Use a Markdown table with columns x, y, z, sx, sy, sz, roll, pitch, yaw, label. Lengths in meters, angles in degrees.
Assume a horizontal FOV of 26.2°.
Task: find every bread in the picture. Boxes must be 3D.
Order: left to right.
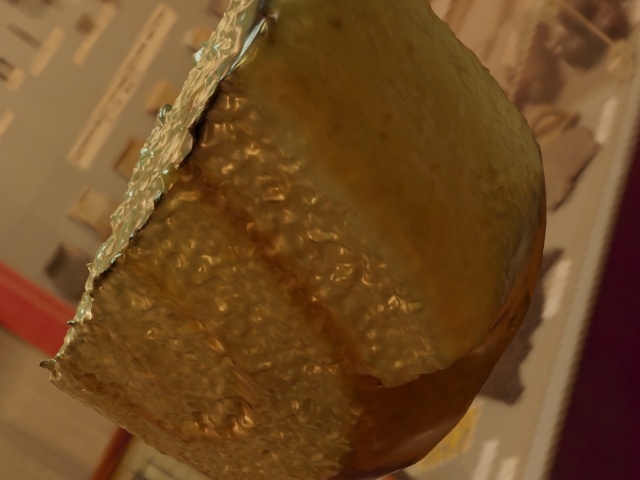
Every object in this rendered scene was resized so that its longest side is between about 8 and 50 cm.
| x | y | z | sx | sy | sz | roll | pitch | yaw | label |
| --- | --- | --- | --- | --- | --- | --- | --- | --- | --- |
| 0.007 | -0.001 | 0.864 | 0.395 | 0.264 | 0.239 | -45 | 17 | 56 | bread |
